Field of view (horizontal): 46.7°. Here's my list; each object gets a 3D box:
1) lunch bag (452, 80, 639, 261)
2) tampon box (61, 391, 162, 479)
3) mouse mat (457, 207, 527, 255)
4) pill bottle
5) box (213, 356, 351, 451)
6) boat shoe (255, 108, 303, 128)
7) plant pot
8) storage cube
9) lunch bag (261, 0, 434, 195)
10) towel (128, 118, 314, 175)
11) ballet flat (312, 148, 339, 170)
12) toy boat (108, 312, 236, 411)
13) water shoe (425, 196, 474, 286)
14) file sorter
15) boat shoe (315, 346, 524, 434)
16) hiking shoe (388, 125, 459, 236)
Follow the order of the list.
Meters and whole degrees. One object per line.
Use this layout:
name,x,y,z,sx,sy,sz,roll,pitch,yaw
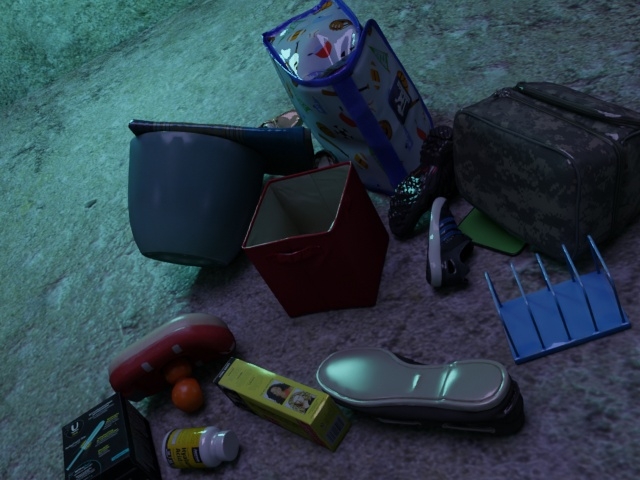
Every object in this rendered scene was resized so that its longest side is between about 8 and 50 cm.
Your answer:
lunch bag,0.402,-0.144,1.235,0.256,0.213,0.305,-25,36,-22
tampon box,-0.354,0.365,1.253,0.120,0.101,0.161,-32,35,-2
mouse mat,0.344,-0.053,1.334,0.189,0.007,0.152,-45,38,-20
pill bottle,-0.193,0.336,1.203,0.116,0.065,0.065,-11,40,25
box,-0.064,0.258,1.188,0.232,0.087,0.058,12,55,42
boat shoe,-0.113,-0.248,1.704,0.170,0.059,0.063,-38,72,0
plant pot,-0.270,-0.071,1.566,0.292,0.293,0.235,-2,77,34
storage cube,0.000,0.000,1.359,0.183,0.193,0.215,-11,39,25
lunch bag,0.071,-0.299,1.556,0.238,0.328,0.385,-32,34,7
towel,-0.193,-0.198,1.589,0.369,0.271,0.040,5,79,4
ballet flat,0.012,-0.102,1.516,0.070,0.070,0.189,-17,66,19
toy boat,-0.253,0.237,1.331,0.231,0.151,0.151,-32,66,-1
water shoe,0.230,0.006,1.309,0.080,0.073,0.203,5,47,8
file sorter,0.342,0.082,1.089,0.170,0.105,0.118,-21,37,13
boat shoe,0.137,0.229,1.089,0.335,0.096,0.112,-3,41,41
hiking shoe,0.218,-0.097,1.407,0.227,0.114,0.086,-60,31,8
